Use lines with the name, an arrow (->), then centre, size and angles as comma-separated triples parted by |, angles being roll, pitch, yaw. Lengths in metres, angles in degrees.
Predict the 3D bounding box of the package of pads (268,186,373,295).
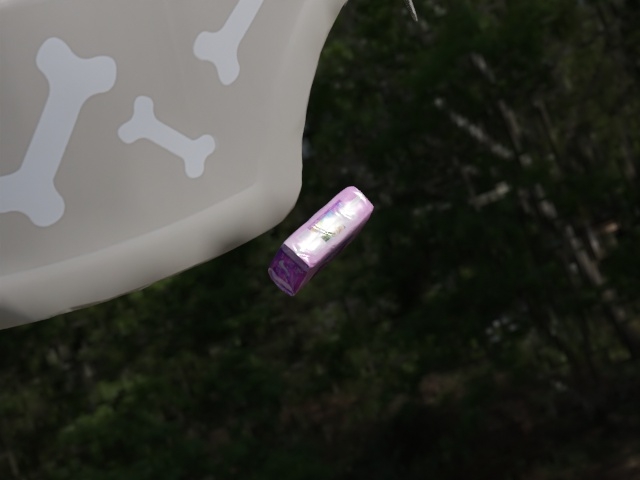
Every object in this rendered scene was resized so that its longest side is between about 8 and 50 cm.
package of pads -> 0.000, 0.000, 1.102 | 0.083, 0.032, 0.050 | -43, -10, -34

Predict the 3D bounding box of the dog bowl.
dog bowl -> -0.138, -0.104, 0.554 | 0.349, 0.102, 0.348 | -5, 34, 4
